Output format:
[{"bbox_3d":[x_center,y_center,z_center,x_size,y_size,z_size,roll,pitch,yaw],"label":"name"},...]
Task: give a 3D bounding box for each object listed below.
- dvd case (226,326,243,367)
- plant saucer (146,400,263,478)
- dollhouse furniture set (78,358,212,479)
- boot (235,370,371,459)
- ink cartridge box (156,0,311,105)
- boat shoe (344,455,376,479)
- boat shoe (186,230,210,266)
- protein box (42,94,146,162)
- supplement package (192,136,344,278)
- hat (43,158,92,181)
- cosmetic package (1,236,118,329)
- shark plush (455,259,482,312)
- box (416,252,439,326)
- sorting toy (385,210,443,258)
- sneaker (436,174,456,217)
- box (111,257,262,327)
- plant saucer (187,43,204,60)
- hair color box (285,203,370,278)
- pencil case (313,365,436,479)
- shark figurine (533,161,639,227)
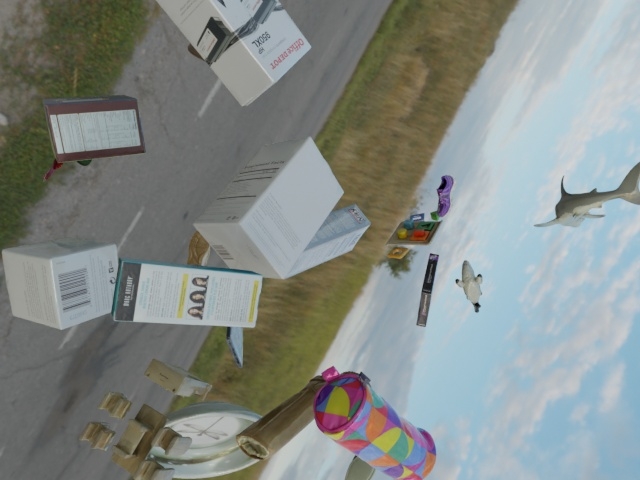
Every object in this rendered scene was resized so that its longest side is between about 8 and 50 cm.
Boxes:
[{"bbox_3d":[-0.277,0.275,1.618,0.164,0.018,0.221,80,2,-45],"label":"dvd case"},{"bbox_3d":[-0.334,0.569,1.470,0.100,0.401,0.400,-105,-149,-45],"label":"plant saucer"},{"bbox_3d":[-0.391,0.424,1.190,0.242,0.212,0.161,-61,161,-15],"label":"dollhouse furniture set"},{"bbox_3d":[-0.033,0.421,1.189,0.270,0.089,0.236,-26,-179,-42],"label":"boot"},{"bbox_3d":[-0.247,-0.652,1.502,0.166,0.395,0.285,-21,-153,41],"label":"ink cartridge box"},{"bbox_3d":[0.149,0.723,1.631,0.233,0.084,0.079,-57,157,-31],"label":"boat shoe"},{"bbox_3d":[-0.371,0.032,1.532,0.059,0.063,0.170,-76,-172,-74],"label":"boat shoe"},{"bbox_3d":[-0.571,-0.288,1.256,0.200,0.201,0.135,30,-53,55],"label":"protein box"},{"bbox_3d":[-0.112,-0.077,1.166,0.175,0.177,0.293,1,-135,43],"label":"supplement package"},{"bbox_3d":[-0.900,-0.332,1.715,0.184,0.209,0.172,-16,132,-50],"label":"hat"},{"bbox_3d":[-0.550,0.084,1.072,0.151,0.184,0.151,-20,113,-56],"label":"cosmetic package"},{"bbox_3d":[0.443,0.136,1.434,0.073,0.161,0.067,-27,-159,18],"label":"shark plush"},{"bbox_3d":[0.277,0.126,1.286,0.162,0.029,0.116,-61,156,-49],"label":"box"},{"bbox_3d":[0.371,-0.040,1.984,0.347,0.196,0.047,-49,128,-47],"label":"sorting toy"},{"bbox_3d":[0.479,-0.175,1.964,0.068,0.071,0.169,13,-84,57],"label":"sneaker"},{"bbox_3d":[-0.231,0.094,0.881,0.060,0.244,0.100,11,-88,63],"label":"box"},{"bbox_3d":[-0.323,-0.663,1.756,0.278,0.278,0.041,-56,165,-58],"label":"plant saucer"},{"bbox_3d":[0.000,0.000,1.928,0.375,0.113,0.185,-21,155,-38],"label":"hair color box"},{"bbox_3d":[0.087,0.290,0.770,0.104,0.236,0.104,-28,-145,21],"label":"pencil case"},{"bbox_3d":[0.591,-0.103,1.137,0.278,0.166,0.116,106,-21,-77],"label":"shark figurine"}]
